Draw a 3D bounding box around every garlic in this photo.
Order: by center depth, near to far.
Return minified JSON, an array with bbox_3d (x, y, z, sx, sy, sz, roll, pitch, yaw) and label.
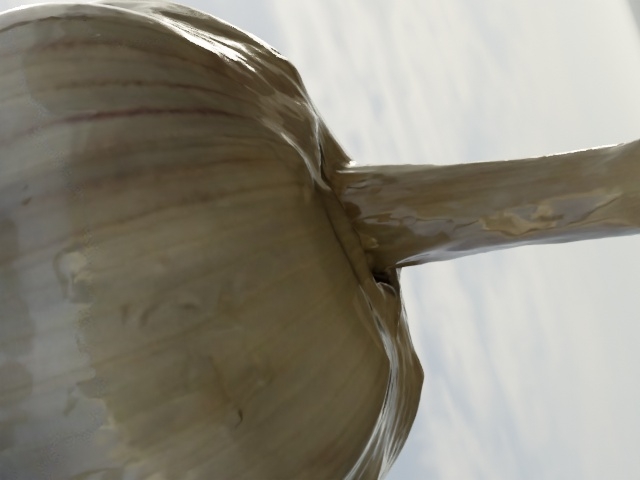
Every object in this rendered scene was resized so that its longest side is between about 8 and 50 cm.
[{"bbox_3d":[0.000,0.000,0.562,0.199,0.226,0.199,-18,-90,-76],"label":"garlic"}]
